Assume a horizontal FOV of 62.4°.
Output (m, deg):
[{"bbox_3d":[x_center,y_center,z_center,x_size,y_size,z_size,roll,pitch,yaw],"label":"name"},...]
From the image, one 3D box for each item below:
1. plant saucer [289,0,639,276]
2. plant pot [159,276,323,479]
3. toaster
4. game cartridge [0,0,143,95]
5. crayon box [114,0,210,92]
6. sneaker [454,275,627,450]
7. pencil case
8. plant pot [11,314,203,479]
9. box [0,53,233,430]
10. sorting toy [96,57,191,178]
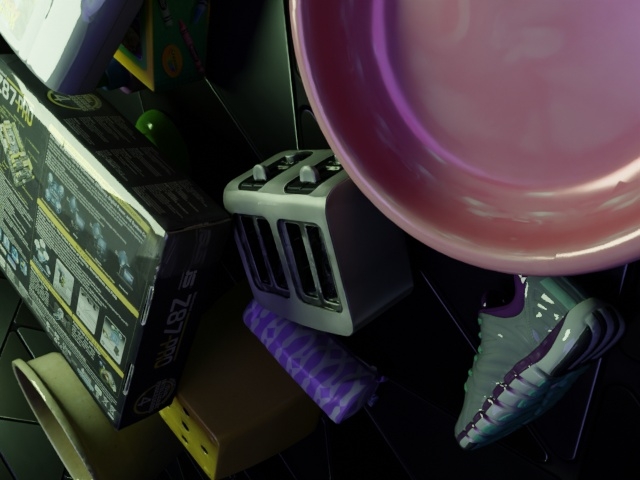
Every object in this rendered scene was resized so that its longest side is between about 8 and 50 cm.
[{"bbox_3d":[0.120,-0.140,0.342,0.332,0.084,0.332,30,135,34],"label":"plant saucer"},{"bbox_3d":[-0.127,0.225,0.798,0.212,0.187,0.212,41,141,23],"label":"plant pot"},{"bbox_3d":[0.000,0.000,0.557,0.168,0.110,0.185,11,123,47],"label":"toaster"},{"bbox_3d":[-0.311,-0.316,0.567,0.196,0.060,0.294,-40,81,40],"label":"game cartridge"},{"bbox_3d":[-0.200,-0.331,0.583,0.165,0.081,0.278,42,141,22],"label":"crayon box"},{"bbox_3d":[0.171,0.104,0.477,0.098,0.083,0.223,60,145,35],"label":"sneaker"},{"bbox_3d":[-0.011,0.143,0.695,0.206,0.086,0.088,41,104,19],"label":"pencil case"},{"bbox_3d":[-0.329,0.287,0.978,0.334,0.305,0.333,29,134,35],"label":"plant pot"},{"bbox_3d":[-0.304,-0.006,0.681,0.395,0.097,0.318,40,126,26],"label":"box"},{"bbox_3d":[-0.273,-0.095,0.797,0.127,0.126,0.365,11,123,46],"label":"sorting toy"}]
